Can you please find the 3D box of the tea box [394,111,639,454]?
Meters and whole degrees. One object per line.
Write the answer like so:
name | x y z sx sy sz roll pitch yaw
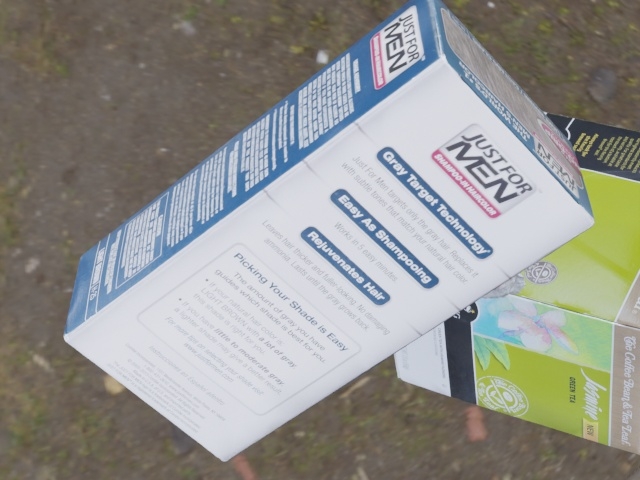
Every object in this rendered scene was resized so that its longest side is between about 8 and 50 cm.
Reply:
tea box | 0.297 0.034 1.645 0.324 0.329 0.220 15 137 26

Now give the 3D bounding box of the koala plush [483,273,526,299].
koala plush | 0.082 -0.007 1.252 0.203 0.221 0.196 -55 50 26

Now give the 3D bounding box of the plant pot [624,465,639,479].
plant pot | 0.241 0.280 0.843 0.280 0.323 0.323 -32 80 9

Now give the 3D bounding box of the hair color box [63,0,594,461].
hair color box | 0.000 0.000 0.975 0.347 0.105 0.174 -35 120 23
